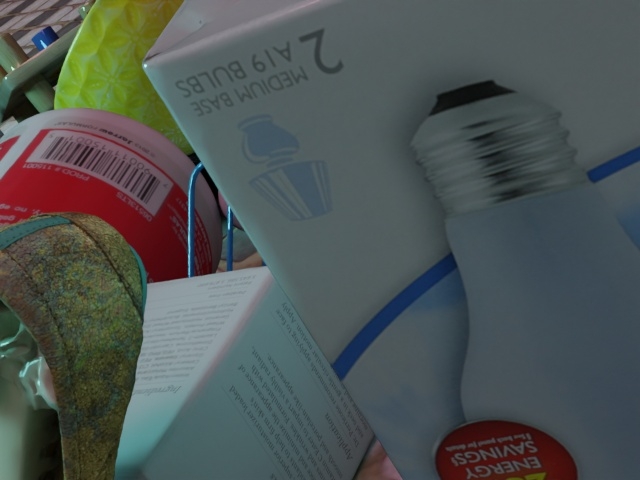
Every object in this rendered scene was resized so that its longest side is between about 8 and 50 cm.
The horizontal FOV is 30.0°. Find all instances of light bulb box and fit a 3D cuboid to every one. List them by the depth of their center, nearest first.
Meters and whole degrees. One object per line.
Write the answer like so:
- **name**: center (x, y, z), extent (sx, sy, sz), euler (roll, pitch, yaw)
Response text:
- **light bulb box**: center (0.180, -0.038, 0.552), extent (0.358, 0.361, 0.225), euler (-16, 31, 28)

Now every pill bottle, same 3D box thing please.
- **pill bottle**: center (-0.236, 0.087, 0.923), extent (0.229, 0.229, 0.407), euler (-17, 29, 26)

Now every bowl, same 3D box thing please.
- **bowl**: center (-0.113, -0.180, 1.201), extent (0.289, 0.156, 0.289), euler (-52, -7, -9)

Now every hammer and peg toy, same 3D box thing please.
- **hammer and peg toy**: center (-0.328, -0.304, 1.782), extent (0.361, 0.127, 0.266), euler (-40, 7, -19)

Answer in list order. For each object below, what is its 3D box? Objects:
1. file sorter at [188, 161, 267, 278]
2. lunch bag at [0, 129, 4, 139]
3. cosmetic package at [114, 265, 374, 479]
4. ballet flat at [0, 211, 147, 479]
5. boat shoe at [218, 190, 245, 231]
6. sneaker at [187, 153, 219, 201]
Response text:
- **file sorter**: center (0.000, 0.000, 0.868), extent (0.118, 0.170, 0.104), euler (-8, 76, 38)
- **lunch bag**: center (-0.574, -0.076, 1.714), extent (0.279, 0.108, 0.224), euler (-21, 24, 18)
- **cosmetic package**: center (-0.085, 0.135, 0.763), extent (0.151, 0.151, 0.183), euler (-9, 32, 36)
- **ballet flat**: center (-0.164, 0.157, 0.609), extent (0.123, 0.348, 0.123), euler (8, 10, -1)
- **boat shoe**: center (-0.032, -0.079, 1.129), extent (0.084, 0.095, 0.258), euler (-51, 3, 43)
- **sneaker**: center (-0.170, -0.032, 1.238), extent (0.087, 0.083, 0.221), euler (4, 44, 46)
